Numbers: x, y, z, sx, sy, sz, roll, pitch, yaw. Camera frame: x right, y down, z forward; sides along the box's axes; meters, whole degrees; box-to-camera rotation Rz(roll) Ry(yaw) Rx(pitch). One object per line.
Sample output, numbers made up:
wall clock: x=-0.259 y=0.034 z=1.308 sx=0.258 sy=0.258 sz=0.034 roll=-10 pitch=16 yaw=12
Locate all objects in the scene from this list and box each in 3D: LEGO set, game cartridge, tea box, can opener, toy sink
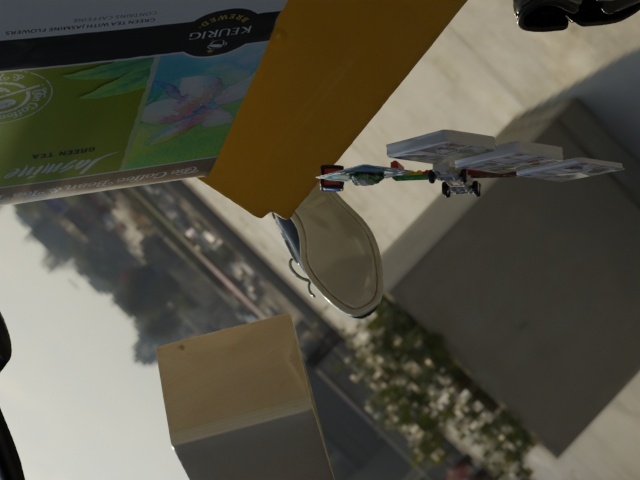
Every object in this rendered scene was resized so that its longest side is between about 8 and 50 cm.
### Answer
LEGO set: x=0.102 y=-0.072 z=1.071 sx=0.182 sy=0.060 sz=0.244 roll=6 pitch=171 yaw=-31
game cartridge: x=-0.050 y=-0.206 z=1.265 sx=0.285 sy=0.324 sz=0.053 roll=35 pitch=-169 yaw=-31
tea box: x=-0.185 y=-0.238 z=0.887 sx=0.323 sy=0.220 sz=0.329 roll=121 pitch=135 yaw=-61
can opener: x=-0.290 y=0.137 z=1.076 sx=0.059 sy=0.073 sz=0.186 roll=4 pitch=-121 yaw=-41
toy sink: x=-0.078 y=0.201 z=1.429 sx=0.234 sy=0.152 sz=0.131 roll=75 pitch=180 yaw=-55

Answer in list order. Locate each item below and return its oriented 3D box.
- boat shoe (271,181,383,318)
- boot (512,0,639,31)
boat shoe: x=0.000 y=0.000 z=1.518 sx=0.254 sy=0.095 sz=0.079 roll=53 pitch=164 yaw=32
boot: x=0.225 y=-0.249 z=1.070 sx=0.161 sy=0.246 sz=0.083 roll=62 pitch=148 yaw=16
